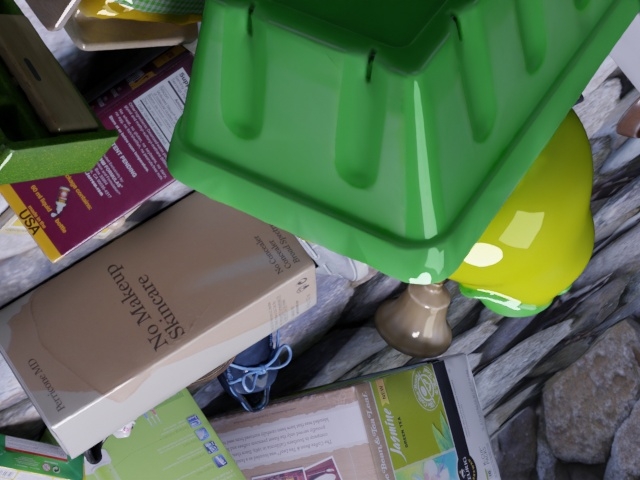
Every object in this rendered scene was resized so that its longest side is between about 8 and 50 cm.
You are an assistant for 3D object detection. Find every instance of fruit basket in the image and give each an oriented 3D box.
[{"bbox_3d":[0.089,-0.107,1.195,0.392,0.283,0.392,-49,153,-36],"label":"fruit basket"}]

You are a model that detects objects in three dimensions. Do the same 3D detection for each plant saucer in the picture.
[{"bbox_3d":[0.526,-0.208,2.335,0.168,0.029,0.168,-31,161,-12],"label":"plant saucer"}]

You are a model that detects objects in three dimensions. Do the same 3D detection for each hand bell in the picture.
[{"bbox_3d":[0.177,0.049,2.263,0.126,0.126,0.242,-21,146,-40],"label":"hand bell"}]

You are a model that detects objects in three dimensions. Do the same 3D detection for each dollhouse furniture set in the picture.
[{"bbox_3d":[-0.109,-0.171,1.046,0.301,0.151,0.197,-14,152,-50],"label":"dollhouse furniture set"}]

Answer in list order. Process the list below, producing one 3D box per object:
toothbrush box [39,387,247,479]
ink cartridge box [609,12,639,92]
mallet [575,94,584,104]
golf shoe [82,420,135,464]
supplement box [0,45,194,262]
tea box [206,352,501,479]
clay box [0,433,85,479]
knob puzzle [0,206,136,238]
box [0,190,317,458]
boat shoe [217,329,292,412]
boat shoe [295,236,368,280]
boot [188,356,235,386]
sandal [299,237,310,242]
[{"bbox_3d":[-0.210,0.340,1.956,0.206,0.283,0.122,-23,158,-37],"label":"toothbrush box"},{"bbox_3d":[0.592,-0.264,1.903,0.385,0.279,0.160,-32,163,-11],"label":"ink cartridge box"},{"bbox_3d":[0.288,-0.145,1.996,0.190,0.062,0.039,-24,160,-33],"label":"mallet"},{"bbox_3d":[-0.240,0.192,1.850,0.186,0.086,0.067,-46,159,25],"label":"golf shoe"},{"bbox_3d":[-0.165,-0.074,1.246,0.188,0.081,0.104,-35,-164,-3],"label":"supplement box"},{"bbox_3d":[0.034,0.322,2.287,0.329,0.220,0.323,-18,176,34],"label":"tea box"},{"bbox_3d":[-0.392,0.322,1.869,0.127,0.053,0.222,17,133,-29],"label":"clay box"},{"bbox_3d":[-0.179,-0.061,1.402,0.213,0.030,0.213,-32,162,-12],"label":"knob puzzle"},{"bbox_3d":[-0.170,0.074,1.579,0.311,0.148,0.121,-33,161,-12],"label":"box"},{"bbox_3d":[-0.085,0.157,2.037,0.109,0.089,0.258,-33,162,-9],"label":"boat shoe"},{"bbox_3d":[0.000,0.001,1.836,0.081,0.079,0.227,-26,157,0],"label":"boat shoe"},{"bbox_3d":[-0.140,0.099,1.858,0.219,0.082,0.106,-39,141,25],"label":"boot"},{"bbox_3d":[0.079,-0.124,1.594,0.317,0.126,0.138,-43,159,-4],"label":"sandal"}]
